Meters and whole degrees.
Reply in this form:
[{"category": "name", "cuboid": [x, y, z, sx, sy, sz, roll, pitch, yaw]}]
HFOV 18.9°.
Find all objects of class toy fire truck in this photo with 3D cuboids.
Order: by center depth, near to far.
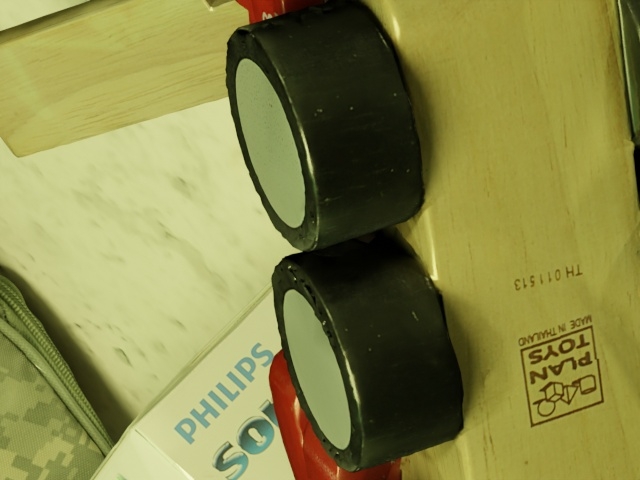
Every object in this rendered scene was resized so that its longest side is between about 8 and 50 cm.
[{"category": "toy fire truck", "cuboid": [0.000, 0.000, 0.575, 0.246, 0.158, 0.217, -138, 34, -62]}]

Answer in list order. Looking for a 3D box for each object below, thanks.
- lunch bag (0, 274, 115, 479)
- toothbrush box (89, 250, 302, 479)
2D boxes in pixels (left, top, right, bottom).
[{"category": "lunch bag", "cuboid": [-0.253, 0.110, 0.952, 0.256, 0.212, 0.305, 37, 157, -22]}, {"category": "toothbrush box", "cuboid": [0.044, 0.159, 0.734, 0.283, 0.122, 0.206, 42, 152, 3]}]
